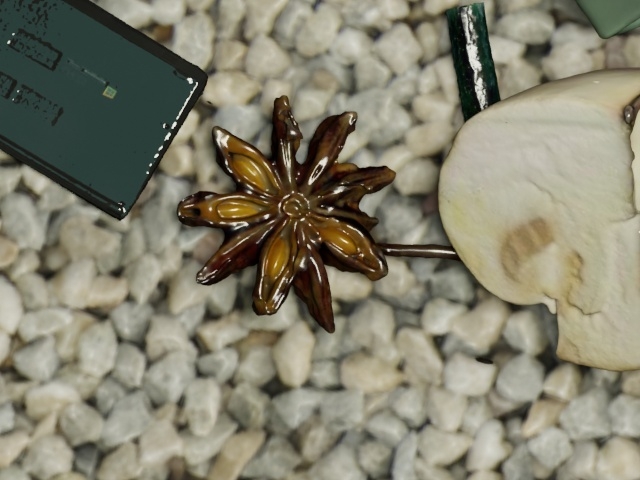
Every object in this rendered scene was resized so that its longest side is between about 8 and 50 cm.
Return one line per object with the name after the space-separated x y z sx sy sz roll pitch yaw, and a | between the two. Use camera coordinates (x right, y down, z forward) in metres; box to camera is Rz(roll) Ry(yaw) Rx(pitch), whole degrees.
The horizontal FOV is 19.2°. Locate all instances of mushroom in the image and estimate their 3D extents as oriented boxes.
0.201 -0.038 1.392 0.173 0.162 0.236 13 127 37 | mushroom

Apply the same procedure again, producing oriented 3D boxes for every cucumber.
0.119 -0.111 1.424 0.032 0.032 0.133 -9 95 2 | cucumber

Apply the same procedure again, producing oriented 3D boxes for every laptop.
-0.199 -0.120 1.440 0.197 0.016 0.135 31 93 -1 | laptop

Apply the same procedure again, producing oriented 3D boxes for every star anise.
0.002 0.002 1.413 0.234 0.073 0.177 43 80 2 | star anise

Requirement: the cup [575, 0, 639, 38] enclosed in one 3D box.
0.367 -0.263 1.237 0.310 0.392 0.401 30 99 5 | cup
